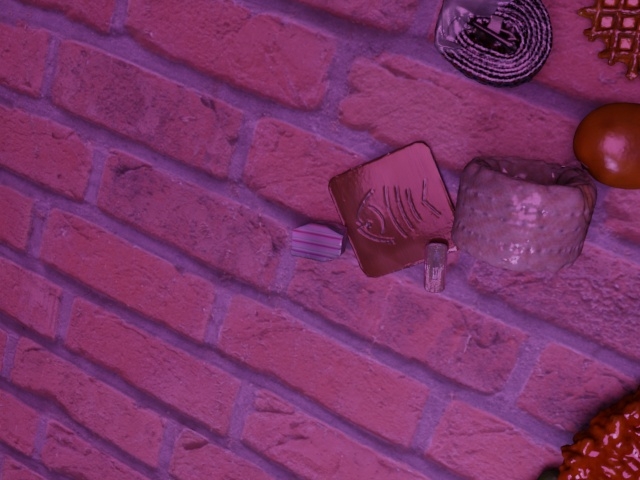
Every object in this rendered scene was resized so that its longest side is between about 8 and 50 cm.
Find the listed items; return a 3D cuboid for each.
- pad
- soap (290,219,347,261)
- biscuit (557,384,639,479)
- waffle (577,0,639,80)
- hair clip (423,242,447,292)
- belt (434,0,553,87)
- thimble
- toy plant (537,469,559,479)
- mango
[{"bbox_3d":[0.184,-0.070,1.543,0.284,0.018,0.286,-21,93,23],"label":"pad"},{"bbox_3d":[0.000,0.000,1.601,0.149,0.056,0.100,10,109,24],"label":"soap"},{"bbox_3d":[0.713,0.525,1.385,0.318,0.110,0.312,-40,86,5],"label":"biscuit"},{"bbox_3d":[0.675,-0.483,1.245,0.259,0.069,0.293,49,116,8],"label":"waffle"},{"bbox_3d":[0.282,0.065,1.524,0.054,0.022,0.137,2,115,10],"label":"hair clip"},{"bbox_3d":[0.368,-0.445,1.323,0.258,0.150,0.207,36,103,9],"label":"belt"},{"bbox_3d":[0.431,-0.061,1.315,0.292,0.291,0.195,14,110,18],"label":"thimble"},{"bbox_3d":[0.575,0.680,1.485,0.235,0.175,0.218,-40,79,-2],"label":"toy plant"},{"bbox_3d":[0.654,-0.191,1.274,0.255,0.139,0.175,8,107,13],"label":"mango"}]
